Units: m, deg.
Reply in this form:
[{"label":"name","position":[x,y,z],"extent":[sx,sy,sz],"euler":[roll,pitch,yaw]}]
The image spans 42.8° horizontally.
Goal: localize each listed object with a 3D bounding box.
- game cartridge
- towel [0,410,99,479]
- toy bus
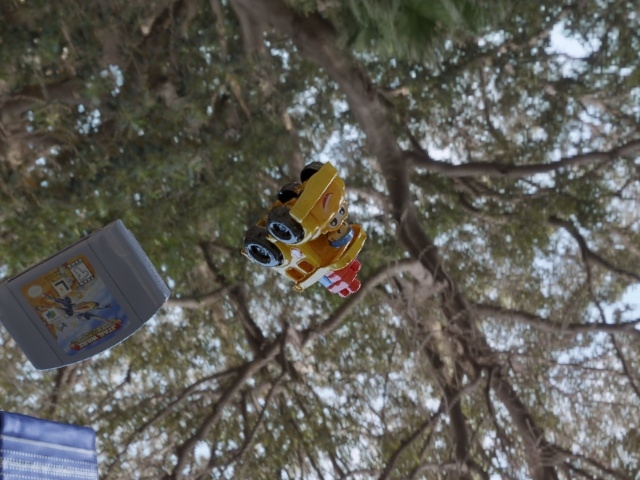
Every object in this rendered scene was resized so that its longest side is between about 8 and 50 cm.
[{"label":"game cartridge","position":[-0.433,0.111,1.475],"extent":[0.297,0.198,0.062],"euler":[-28,-168,11]},{"label":"towel","position":[-0.416,0.433,1.232],"extent":[0.040,0.243,0.336],"euler":[-17,-115,19]},{"label":"toy bus","position":[0.000,0.000,1.384],"extent":[0.211,0.220,0.149],"euler":[42,-124,-7]}]
